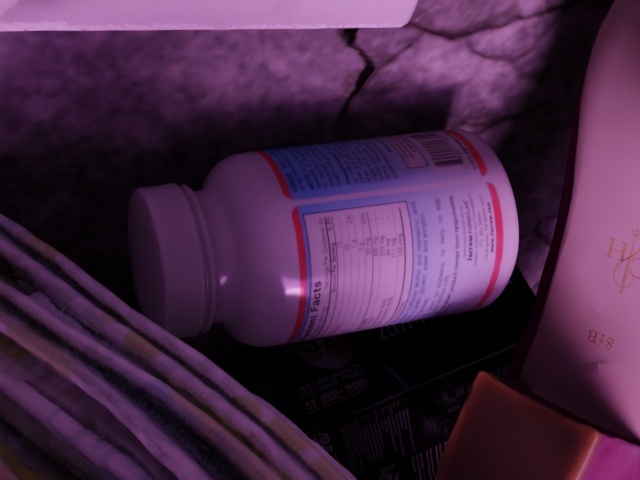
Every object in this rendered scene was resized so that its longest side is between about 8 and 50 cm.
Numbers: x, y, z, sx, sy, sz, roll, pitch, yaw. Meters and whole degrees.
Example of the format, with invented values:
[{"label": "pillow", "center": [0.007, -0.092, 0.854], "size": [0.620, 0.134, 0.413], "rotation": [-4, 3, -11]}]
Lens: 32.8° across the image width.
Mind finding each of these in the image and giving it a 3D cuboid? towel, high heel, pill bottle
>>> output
[{"label": "towel", "center": [-0.016, 0.147, 0.482], "size": [0.090, 0.321, 0.374], "rotation": [-49, 144, -13]}, {"label": "high heel", "center": [0.182, -0.014, 0.513], "size": [0.377, 0.127, 0.181], "rotation": [-58, 150, 9]}, {"label": "pill bottle", "center": [0.000, 0.000, 0.486], "size": [0.160, 0.087, 0.087], "rotation": [-8, 140, -21]}]

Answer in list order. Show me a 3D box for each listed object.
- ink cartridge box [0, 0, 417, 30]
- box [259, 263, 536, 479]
[{"label": "ink cartridge box", "center": [-0.079, -0.169, 0.252], "size": [0.296, 0.066, 0.261], "rotation": [-6, 141, -24]}, {"label": "box", "center": [0.055, 0.096, 0.642], "size": [0.147, 0.077, 0.180], "rotation": [-22, 143, -5]}]
